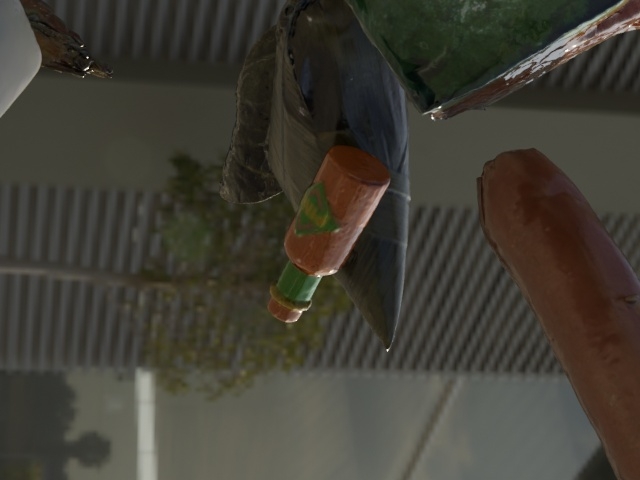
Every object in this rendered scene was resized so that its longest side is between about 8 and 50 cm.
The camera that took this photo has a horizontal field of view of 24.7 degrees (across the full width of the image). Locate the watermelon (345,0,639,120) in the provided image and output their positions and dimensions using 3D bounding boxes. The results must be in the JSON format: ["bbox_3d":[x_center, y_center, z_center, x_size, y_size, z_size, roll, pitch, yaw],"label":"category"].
[{"bbox_3d":[0.106,-0.219,0.955,0.292,0.283,0.250,169,-99,-79],"label":"watermelon"}]

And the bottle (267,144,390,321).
[{"bbox_3d":[0.000,0.000,1.410,0.069,0.069,0.187,-106,-143,-55],"label":"bottle"}]

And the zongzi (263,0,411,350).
[{"bbox_3d":[0.038,-0.074,1.440,0.286,0.138,0.300,98,-22,-58],"label":"zongzi"}]

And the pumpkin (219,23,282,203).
[{"bbox_3d":[-0.047,-0.166,1.814,0.163,0.278,0.111,54,10,-28],"label":"pumpkin"}]

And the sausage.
[{"bbox_3d":[0.231,0.107,1.105,0.094,0.094,0.419,26,35,-58],"label":"sausage"}]

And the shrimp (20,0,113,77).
[{"bbox_3d":[-0.292,-0.215,1.486,0.101,0.190,0.042,-51,166,-43],"label":"shrimp"}]

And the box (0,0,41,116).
[{"bbox_3d":[-0.210,-0.030,0.395,0.149,0.233,0.067,-61,143,-33],"label":"box"}]
